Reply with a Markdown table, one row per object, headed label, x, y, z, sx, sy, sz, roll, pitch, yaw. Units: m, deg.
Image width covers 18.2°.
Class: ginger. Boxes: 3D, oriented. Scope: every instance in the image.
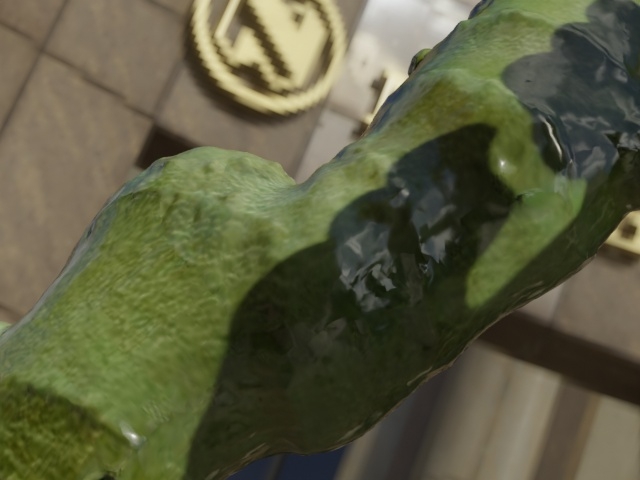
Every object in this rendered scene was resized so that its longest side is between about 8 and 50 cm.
| label | x | y | z | sx | sy | sz | roll | pitch | yaw |
| --- | --- | --- | --- | --- | --- | --- | --- | --- | --- |
| ginger | -0.004 | 0.002 | 0.648 | 0.089 | 0.290 | 0.137 | 62 | -7 | -27 |
